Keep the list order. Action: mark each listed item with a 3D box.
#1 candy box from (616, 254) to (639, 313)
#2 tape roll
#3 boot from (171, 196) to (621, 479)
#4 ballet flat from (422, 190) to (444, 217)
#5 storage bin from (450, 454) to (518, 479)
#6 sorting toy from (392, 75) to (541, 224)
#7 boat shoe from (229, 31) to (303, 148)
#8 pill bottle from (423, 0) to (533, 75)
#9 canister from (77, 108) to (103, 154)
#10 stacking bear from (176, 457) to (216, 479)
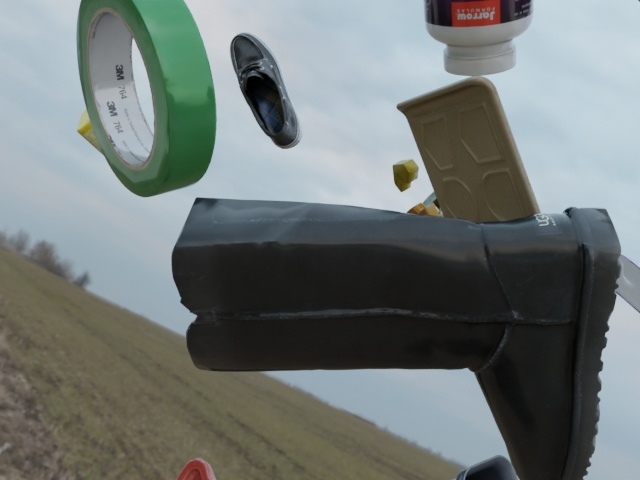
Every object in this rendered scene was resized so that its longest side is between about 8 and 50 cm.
[{"bbox_3d":[0.680,0.119,1.580,0.196,0.070,0.165,18,23,-37],"label":"candy box"},{"bbox_3d":[-0.266,-0.228,1.195,0.077,0.322,0.321,-19,17,-32],"label":"tape roll"},{"bbox_3d":[0.075,0.130,0.900,0.444,0.367,0.146,-1,23,0],"label":"boot"},{"bbox_3d":[0.290,-0.088,1.814,0.077,0.221,0.079,35,12,-19],"label":"ballet flat"},{"bbox_3d":[0.160,0.298,0.820,0.098,0.135,0.091,-5,-18,-43],"label":"storage bin"},{"bbox_3d":[0.185,-0.096,1.091,0.229,0.041,0.307,64,-20,-10],"label":"sorting toy"},{"bbox_3d":[-0.102,-0.259,1.346,0.080,0.229,0.076,-25,-14,15],"label":"boat shoe"},{"bbox_3d":[0.255,-0.443,1.309,0.181,0.181,0.323,17,-55,41],"label":"pill bottle"},{"bbox_3d":[-0.465,-0.228,1.823,0.170,0.073,0.126,45,16,-30],"label":"canister"},{"bbox_3d":[-0.141,0.545,1.500,0.175,0.164,0.289,24,-10,44],"label":"stacking bear"}]
